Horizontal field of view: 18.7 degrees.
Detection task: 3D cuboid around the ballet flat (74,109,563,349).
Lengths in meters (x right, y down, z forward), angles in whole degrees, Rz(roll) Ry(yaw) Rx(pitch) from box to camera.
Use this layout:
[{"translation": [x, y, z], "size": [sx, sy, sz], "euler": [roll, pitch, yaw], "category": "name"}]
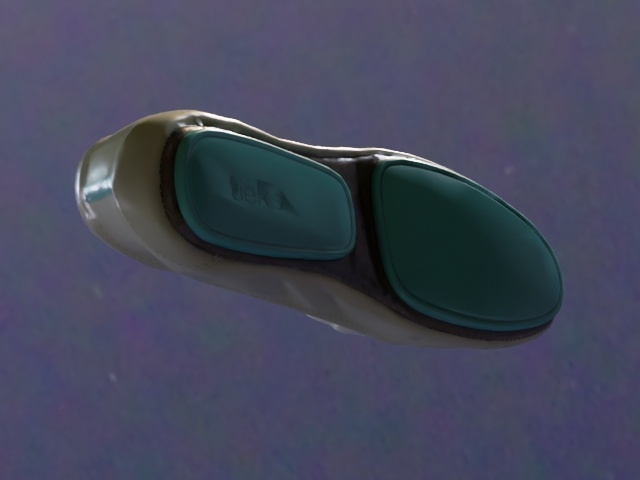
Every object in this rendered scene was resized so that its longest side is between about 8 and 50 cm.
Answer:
[{"translation": [0.000, 0.000, 0.831], "size": [0.086, 0.248, 0.086], "euler": [-19, -117, 42], "category": "ballet flat"}]
